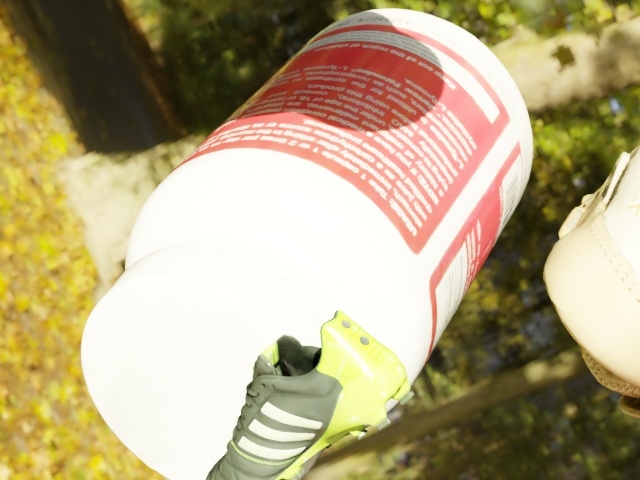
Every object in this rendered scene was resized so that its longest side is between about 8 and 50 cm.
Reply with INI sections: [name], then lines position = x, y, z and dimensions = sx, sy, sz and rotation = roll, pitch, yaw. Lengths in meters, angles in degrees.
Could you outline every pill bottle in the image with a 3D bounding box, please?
[pill bottle]
position = 0.000, 0.000, 1.046
dimensions = 0.229, 0.229, 0.408
rotation = 65, 34, -19

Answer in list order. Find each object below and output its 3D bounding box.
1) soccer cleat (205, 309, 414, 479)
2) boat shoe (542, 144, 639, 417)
[soccer cleat]
position = -0.020, 0.098, 0.814
dimensions = 0.072, 0.179, 0.060
rotation = 49, 41, -1
[boat shoe]
position = 0.156, 0.015, 0.618
dimensions = 0.122, 0.110, 0.341
rotation = 54, 8, 17
